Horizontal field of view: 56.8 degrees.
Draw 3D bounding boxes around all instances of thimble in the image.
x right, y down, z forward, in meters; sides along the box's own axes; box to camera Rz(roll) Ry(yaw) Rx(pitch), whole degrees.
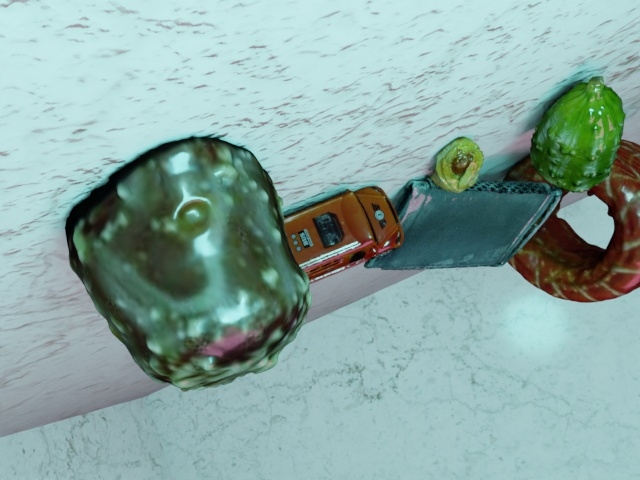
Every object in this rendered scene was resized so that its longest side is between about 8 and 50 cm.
[{"bbox_3d":[0.557,-0.048,1.224,0.230,0.350,0.350,-18,167,-36],"label":"thimble"}]

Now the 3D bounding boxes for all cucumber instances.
[{"bbox_3d":[0.389,-0.170,0.879,0.134,0.134,0.244,-25,159,8],"label":"cucumber"}]

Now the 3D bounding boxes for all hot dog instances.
[{"bbox_3d":[0.217,-0.108,0.934,0.078,0.061,0.169,-24,168,6],"label":"hot dog"}]

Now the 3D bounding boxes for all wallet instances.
[{"bbox_3d":[0.268,-0.034,1.138,0.342,0.075,0.237,0,142,-25],"label":"wallet"}]

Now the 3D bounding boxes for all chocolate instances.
[{"bbox_3d":[-0.119,0.054,0.645,0.225,0.210,0.340,-24,169,-9],"label":"chocolate"}]

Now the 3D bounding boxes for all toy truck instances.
[{"bbox_3d":[0.000,0.000,0.883,0.252,0.107,0.114,-22,169,-4],"label":"toy truck"}]
